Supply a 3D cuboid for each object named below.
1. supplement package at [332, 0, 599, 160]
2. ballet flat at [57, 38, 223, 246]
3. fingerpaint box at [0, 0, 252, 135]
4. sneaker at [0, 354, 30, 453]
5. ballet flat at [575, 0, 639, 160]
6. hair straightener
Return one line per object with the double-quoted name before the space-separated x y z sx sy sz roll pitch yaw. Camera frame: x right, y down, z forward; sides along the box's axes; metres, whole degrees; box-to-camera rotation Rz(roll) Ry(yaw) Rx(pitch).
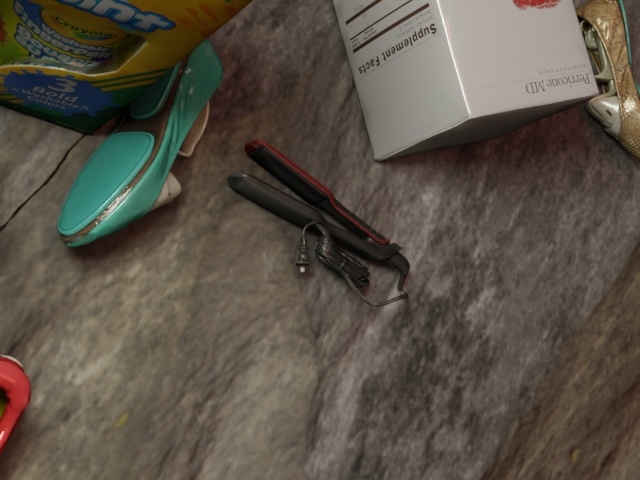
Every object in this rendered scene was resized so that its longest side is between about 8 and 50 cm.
"supplement package" 0.132 -0.252 1.234 0.178 0.175 0.293 -13 86 -31
"ballet flat" -0.151 -0.086 1.102 0.087 0.083 0.247 44 61 -42
"fingerpaint box" -0.302 -0.258 0.887 0.445 0.371 0.163 19 71 -25
"sneaker" -0.328 0.193 0.919 0.107 0.118 0.279 42 63 -14
"ballet flat" 0.337 -0.184 1.405 0.067 0.073 0.206 -12 82 -3
"hair straightener" 0.000 0.000 1.190 0.230 0.047 0.089 38 64 -21
